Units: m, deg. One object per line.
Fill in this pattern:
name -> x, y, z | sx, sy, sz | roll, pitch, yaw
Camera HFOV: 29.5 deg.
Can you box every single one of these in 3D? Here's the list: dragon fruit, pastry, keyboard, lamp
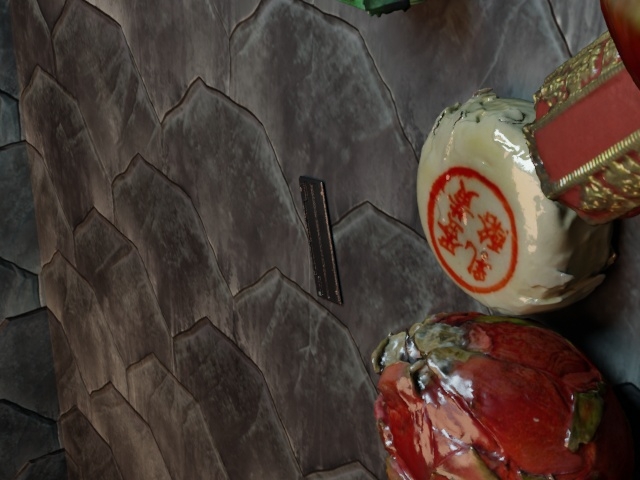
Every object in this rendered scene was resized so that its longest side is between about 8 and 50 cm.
dragon fruit -> 0.211, 0.227, 1.388 | 0.277, 0.277, 0.343 | 23, 145, 53
pastry -> 0.216, -0.041, 1.380 | 0.265, 0.133, 0.265 | 30, 127, 49
keyboard -> 0.000, 0.000, 1.889 | 0.067, 0.011, 0.202 | 17, 121, 54
lamp -> 0.311, -0.121, 1.138 | 0.274, 0.177, 0.177 | -37, 74, 58

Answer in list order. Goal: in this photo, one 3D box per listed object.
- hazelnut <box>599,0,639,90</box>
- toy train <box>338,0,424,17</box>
hazelnut -> 0.391, -0.210, 0.796 | 0.409, 0.359, 0.359 | -11, 97, 57
toy train -> 0.070, -0.389, 1.357 | 0.159, 0.188, 0.272 | 32, 135, 50
